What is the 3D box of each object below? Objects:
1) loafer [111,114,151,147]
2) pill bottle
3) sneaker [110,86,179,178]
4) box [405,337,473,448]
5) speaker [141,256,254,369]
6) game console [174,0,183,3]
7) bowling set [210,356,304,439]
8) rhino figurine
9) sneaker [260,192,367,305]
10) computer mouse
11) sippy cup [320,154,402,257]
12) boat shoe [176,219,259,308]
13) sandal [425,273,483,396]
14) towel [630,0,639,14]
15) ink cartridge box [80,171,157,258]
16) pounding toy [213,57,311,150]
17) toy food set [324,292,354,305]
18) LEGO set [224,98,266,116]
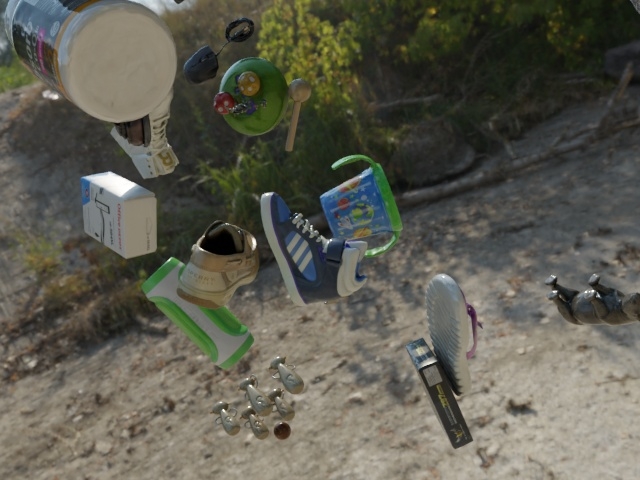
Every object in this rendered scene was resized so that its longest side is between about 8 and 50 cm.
[{"bbox_3d":[-0.381,-0.267,1.233,0.095,0.109,0.303,-9,46,-21],"label":"loafer"},{"bbox_3d":[-0.335,-0.280,0.947,0.162,0.162,0.278,-29,41,-29],"label":"pill bottle"},{"bbox_3d":[-0.368,-0.241,1.526,0.108,0.169,0.292,-36,5,-33],"label":"sneaker"},{"bbox_3d":[0.297,0.382,1.695,0.059,0.233,0.183,-24,11,2],"label":"box"},{"bbox_3d":[-0.306,0.183,1.680,0.131,0.296,0.131,-42,8,7],"label":"speaker"},{"bbox_3d":[-0.237,-0.742,1.834,0.293,0.173,0.250,-30,41,25],"label":"game console"},{"bbox_3d":[-0.175,0.507,2.009,0.287,0.200,0.154,-28,39,-18],"label":"bowling set"},{"bbox_3d":[0.534,0.119,1.254,0.073,0.106,0.243,-52,19,-19],"label":"rhino figurine"},{"bbox_3d":[0.000,0.000,1.740,0.236,0.323,0.130,-17,6,13],"label":"sneaker"},{"bbox_3d":[-0.241,-0.434,1.540,0.242,0.071,0.041,-32,-13,36],"label":"computer mouse"},{"bbox_3d":[0.125,-0.105,2.181,0.224,0.306,0.240,-21,-15,4],"label":"sippy cup"},{"bbox_3d":[-0.177,0.022,1.289,0.121,0.110,0.341,18,16,-1],"label":"boat shoe"},{"bbox_3d":[0.332,0.214,1.608,0.102,0.416,0.169,-23,48,-10],"label":"sandal"},{"bbox_3d":[0.546,-0.558,1.189,0.121,0.284,0.235,-26,-20,21],"label":"towel"},{"bbox_3d":[-0.479,-0.063,1.589,0.085,0.148,0.203,-17,30,-42],"label":"ink cartridge box"},{"bbox_3d":[-0.156,-0.326,1.544,0.236,0.183,0.110,27,16,20],"label":"pounding toy"},{"bbox_3d":[0.048,0.176,2.202,0.122,0.078,0.019,-23,51,31],"label":"toy food set"},{"bbox_3d":[-0.146,-0.261,1.324,0.083,0.023,0.054,5,36,14],"label":"LEGO set"}]
